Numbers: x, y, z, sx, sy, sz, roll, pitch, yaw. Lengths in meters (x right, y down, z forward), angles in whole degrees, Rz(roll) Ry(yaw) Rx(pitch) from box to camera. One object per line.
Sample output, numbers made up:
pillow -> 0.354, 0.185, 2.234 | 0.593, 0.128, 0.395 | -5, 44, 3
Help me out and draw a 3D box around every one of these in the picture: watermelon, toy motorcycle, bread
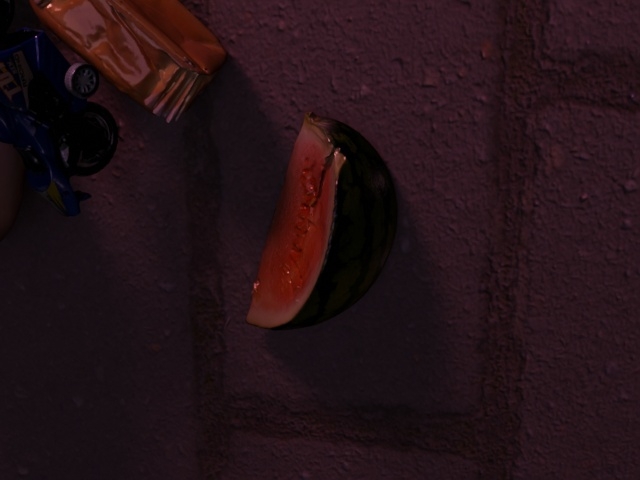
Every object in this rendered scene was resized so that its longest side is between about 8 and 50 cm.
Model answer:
watermelon -> 0.004, 0.012, 1.557 | 0.159, 0.128, 0.304 | 19, 114, 3
toy motorcycle -> -0.352, -0.159, 1.444 | 0.113, 0.169, 0.315 | 18, 153, 42
bread -> -0.234, -0.255, 1.491 | 0.241, 0.136, 0.107 | 41, 115, -7

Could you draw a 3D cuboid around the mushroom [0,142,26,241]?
mushroom -> -0.547, -0.102, 1.508 | 0.353, 0.325, 0.353 | 1, 135, 1
